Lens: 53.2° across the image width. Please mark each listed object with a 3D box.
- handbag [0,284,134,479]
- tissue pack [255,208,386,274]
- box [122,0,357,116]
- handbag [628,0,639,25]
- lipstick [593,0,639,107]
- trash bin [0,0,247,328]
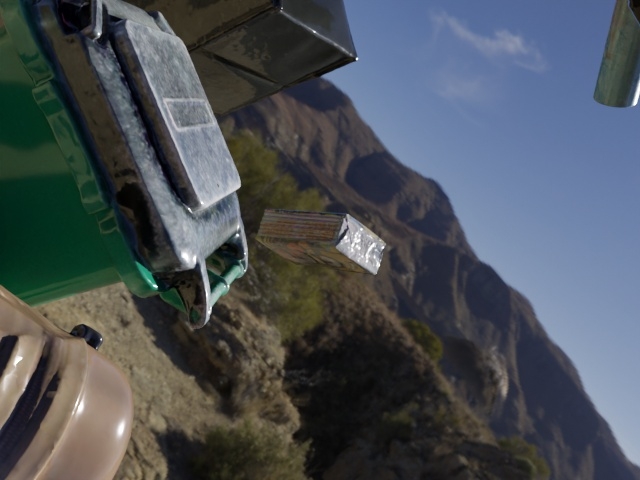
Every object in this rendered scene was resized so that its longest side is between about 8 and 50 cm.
[{"bbox_3d":[-0.272,0.131,0.342,0.302,0.283,0.149,12,-24,43],"label":"handbag"},{"bbox_3d":[0.000,0.000,0.890,0.148,0.060,0.109,6,-20,39],"label":"tissue pack"},{"bbox_3d":[-0.127,-0.377,0.875,0.204,0.251,0.345,12,66,-58],"label":"box"},{"bbox_3d":[0.186,-0.212,0.263,0.223,0.247,0.080,49,-14,-8],"label":"handbag"},{"bbox_3d":[0.329,-0.222,0.672,0.048,0.048,0.157,-127,-151,-49],"label":"lipstick"},{"bbox_3d":[-0.282,-0.031,0.606,0.259,0.381,0.295,-65,134,-76],"label":"trash bin"}]
